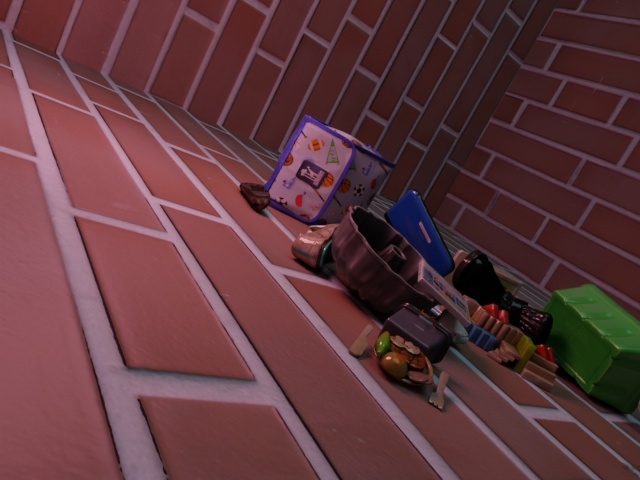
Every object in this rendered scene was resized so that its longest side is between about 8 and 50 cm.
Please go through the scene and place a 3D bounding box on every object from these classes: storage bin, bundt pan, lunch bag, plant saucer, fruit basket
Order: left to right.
[{"bbox_3d":[0.019,-0.220,1.877,0.385,0.328,0.239,20,16,-41],"label":"lunch bag"},{"bbox_3d":[0.155,0.071,1.350,0.330,0.124,0.331,38,19,-15],"label":"bundt pan"},{"bbox_3d":[0.192,0.197,1.121,0.135,0.098,0.091,34,24,26],"label":"storage bin"},{"bbox_3d":[0.291,0.177,1.572,0.067,0.018,0.192,17,18,-43],"label":"plant saucer"},{"bbox_3d":[0.887,0.340,1.675,0.391,0.283,0.392,19,23,-8],"label":"fruit basket"}]

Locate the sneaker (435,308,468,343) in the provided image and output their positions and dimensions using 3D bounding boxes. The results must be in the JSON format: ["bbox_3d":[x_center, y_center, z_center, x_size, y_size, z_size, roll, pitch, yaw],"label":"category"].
[{"bbox_3d":[0.323,0.223,1.342,0.094,0.080,0.212,44,15,16],"label":"sneaker"}]

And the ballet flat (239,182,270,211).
[{"bbox_3d":[-0.206,-0.141,1.715,0.084,0.058,0.250,0,16,-19],"label":"ballet flat"}]

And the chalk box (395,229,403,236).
[{"bbox_3d":[0.177,0.016,1.711,0.132,0.132,0.213,26,11,-12],"label":"chalk box"}]

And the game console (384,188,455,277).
[{"bbox_3d":[0.350,0.004,1.790,0.173,0.250,0.293,-11,68,-35],"label":"game console"}]

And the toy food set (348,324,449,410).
[{"bbox_3d":[0.157,0.218,1.006,0.192,0.039,0.132,31,27,10],"label":"toy food set"}]

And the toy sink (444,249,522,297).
[{"bbox_3d":[0.584,0.158,1.976,0.234,0.153,0.131,25,13,-21],"label":"toy sink"}]

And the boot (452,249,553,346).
[{"bbox_3d":[0.551,0.188,1.621,0.260,0.131,0.348,39,-8,41],"label":"boot"}]

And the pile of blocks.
[{"bbox_3d":[0.491,0.252,1.483,0.362,0.113,0.149,34,13,27],"label":"pile of blocks"}]

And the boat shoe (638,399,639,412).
[{"bbox_3d":[1.010,0.532,1.454,0.340,0.127,0.113,35,13,20],"label":"boat shoe"}]

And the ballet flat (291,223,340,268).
[{"bbox_3d":[0.000,0.000,1.473,0.106,0.108,0.316,17,9,13],"label":"ballet flat"}]

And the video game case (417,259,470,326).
[{"bbox_3d":[0.296,0.124,1.303,0.157,0.019,0.143,43,19,-2],"label":"video game case"}]
